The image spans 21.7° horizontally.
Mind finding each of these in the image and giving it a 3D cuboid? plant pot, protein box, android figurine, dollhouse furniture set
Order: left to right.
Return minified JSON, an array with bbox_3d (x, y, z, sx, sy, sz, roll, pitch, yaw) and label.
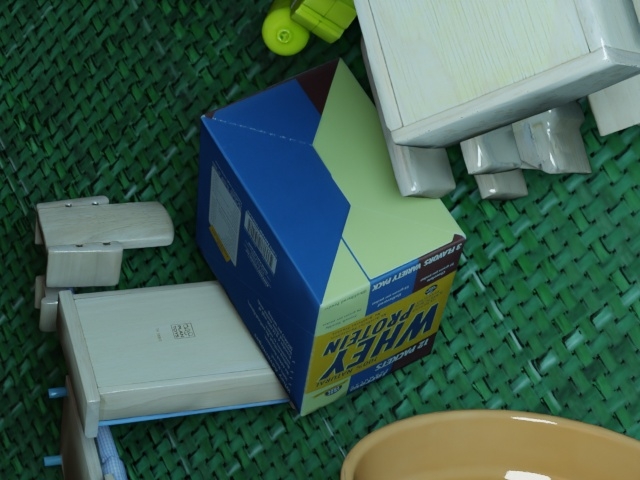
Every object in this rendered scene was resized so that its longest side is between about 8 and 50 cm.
[{"bbox_3d":[-0.158,0.160,1.598,0.286,0.198,0.303,-113,26,-43],"label":"dollhouse furniture set"},{"bbox_3d":[0.000,0.000,1.397,0.200,0.136,0.201,57,160,24],"label":"protein box"},{"bbox_3d":[0.032,-0.261,1.397,0.056,0.273,0.248,31,109,-9],"label":"android figurine"},{"bbox_3d":[0.149,0.279,1.263,0.291,0.291,0.204,20,114,34],"label":"plant pot"},{"bbox_3d":[0.179,-0.204,1.189,0.362,0.394,0.257,-20,80,32],"label":"dollhouse furniture set"}]
